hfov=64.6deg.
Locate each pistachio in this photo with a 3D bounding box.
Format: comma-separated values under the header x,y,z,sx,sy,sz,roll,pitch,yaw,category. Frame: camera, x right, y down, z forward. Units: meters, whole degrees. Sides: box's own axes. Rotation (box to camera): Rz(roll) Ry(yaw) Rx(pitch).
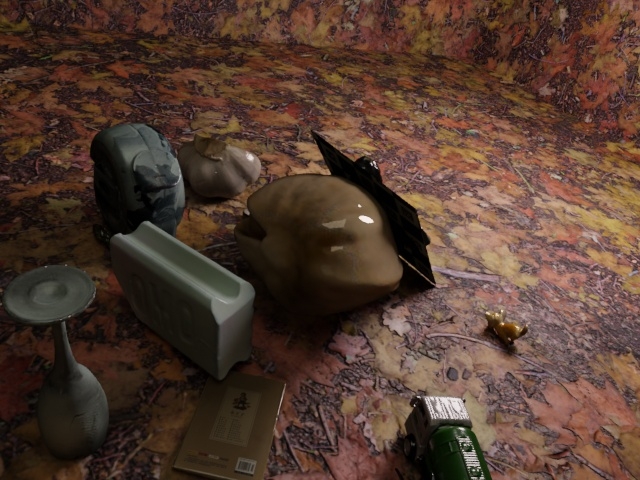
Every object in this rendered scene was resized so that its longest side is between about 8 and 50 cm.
x,y,z,sx,sy,sz,roll,pitch,yaw,category
0.000,0.000,1.089,0.365,0.281,0.445,18,14,-13,pistachio

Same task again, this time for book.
x,y,z,sx,sy,sz,roll,pitch,yaw,category
-0.142,0.299,0.832,0.138,0.016,0.199,13,35,1,book

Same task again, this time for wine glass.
x,y,z,sx,sy,sz,roll,pitch,yaw,category
-0.271,0.161,0.723,0.264,0.309,0.096,-15,45,-31,wine glass

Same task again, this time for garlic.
x,y,z,sx,sy,sz,roll,pitch,yaw,category
-0.275,-0.177,1.356,0.229,0.178,0.143,2,65,14,garlic

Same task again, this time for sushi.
x,y,z,sx,sy,sz,roll,pitch,yaw,category
0.152,-0.089,1.197,0.064,0.359,0.343,-42,55,-7,sushi

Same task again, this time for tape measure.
x,y,z,sx,sy,sz,roll,pitch,yaw,category
-0.407,-0.121,1.119,0.147,0.256,0.275,-19,52,-37,tape measure

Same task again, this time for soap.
x,y,z,sx,sy,sz,roll,pitch,yaw,category
-0.253,0.103,0.920,0.289,0.173,0.095,28,38,27,soap

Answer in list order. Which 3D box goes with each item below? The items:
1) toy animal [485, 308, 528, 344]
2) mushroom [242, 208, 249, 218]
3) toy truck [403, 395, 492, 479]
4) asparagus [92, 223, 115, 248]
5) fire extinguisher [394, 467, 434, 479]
x,y,z,sx,sy,sz,roll,pitch,yaw,category
0.410,0.185,1.126,0.060,0.081,0.083,-17,65,-32,toy animal
-0.155,-0.059,1.320,0.101,0.019,0.049,16,36,0,mushroom
0.204,0.355,0.775,0.101,0.125,0.242,5,35,-10,toy truck
-0.457,0.008,1.120,0.165,0.030,0.036,33,50,26,asparagus
-0.011,0.419,0.660,0.376,0.113,0.200,1,79,-15,fire extinguisher
